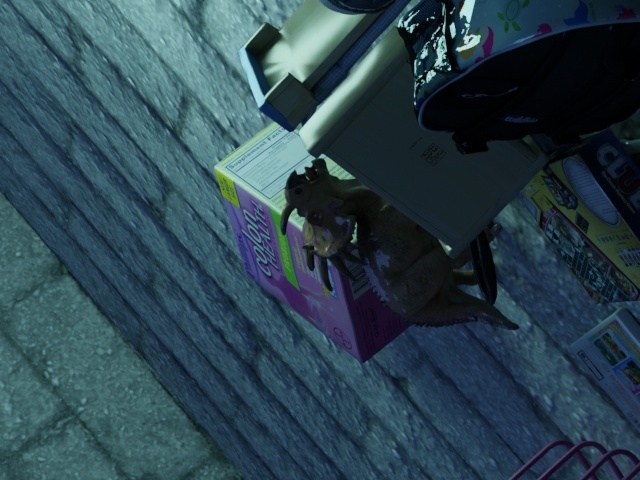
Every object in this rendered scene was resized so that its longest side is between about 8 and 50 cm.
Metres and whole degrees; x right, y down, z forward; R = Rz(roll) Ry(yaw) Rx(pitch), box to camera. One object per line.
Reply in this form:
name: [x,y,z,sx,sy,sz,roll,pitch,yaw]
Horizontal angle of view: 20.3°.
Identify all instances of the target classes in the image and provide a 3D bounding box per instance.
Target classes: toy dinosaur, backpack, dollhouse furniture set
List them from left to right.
toy dinosaur: [0.085,0.019,2.035,0.295,0.200,0.127,53,159,-2]
dollhouse furniture set: [0.100,-0.186,1.779,0.198,0.286,0.303,35,-164,-30]
backpack: [0.199,-0.187,1.432,0.253,0.225,0.191,153,112,-70]

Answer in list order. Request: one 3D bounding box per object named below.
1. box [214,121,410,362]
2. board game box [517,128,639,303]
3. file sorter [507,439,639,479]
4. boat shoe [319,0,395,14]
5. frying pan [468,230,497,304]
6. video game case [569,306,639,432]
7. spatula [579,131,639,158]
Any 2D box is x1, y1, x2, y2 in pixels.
box: [0.000,0.000,2.300,0.243,0.117,0.213,37,154,36]
board game box: [0.274,-0.017,1.741,0.165,0.042,0.243,54,170,-3]
file sorter: [0.332,0.351,2.041,0.182,0.202,0.291,56,159,-14]
boat shoe: [0.055,-0.346,1.470,0.099,0.116,0.319,-165,81,-73]
frying pan: [0.130,-0.090,1.923,0.197,0.053,0.326,52,154,35]
video game case: [0.351,0.155,1.955,0.157,0.019,0.143,51,159,6]
spatula: [0.332,-0.041,1.675,0.168,0.019,0.242,58,160,-10]
